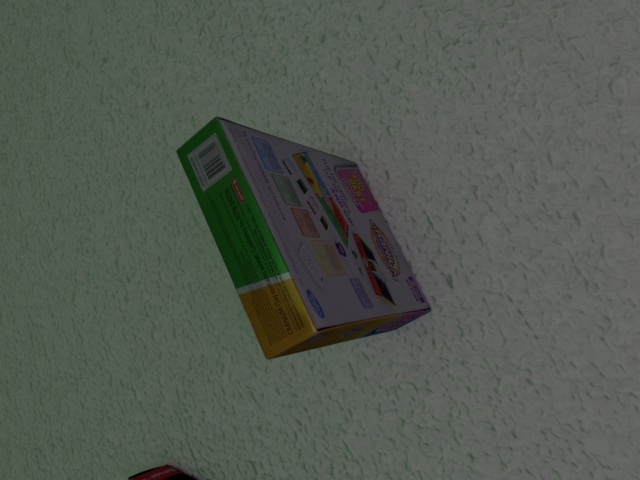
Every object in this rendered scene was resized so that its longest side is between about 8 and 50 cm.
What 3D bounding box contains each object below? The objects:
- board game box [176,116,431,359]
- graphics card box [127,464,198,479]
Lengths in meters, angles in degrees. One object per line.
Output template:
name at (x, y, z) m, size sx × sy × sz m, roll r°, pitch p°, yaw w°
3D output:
board game box at (0.000, 0.000, 0.739) m, size 0.064 × 0.316 × 0.242 m, roll -33°, pitch 72°, yaw 24°
graphics card box at (-0.141, 0.511, 0.918) m, size 0.371 × 0.094 × 0.233 m, roll 13°, pitch 93°, yaw 29°
